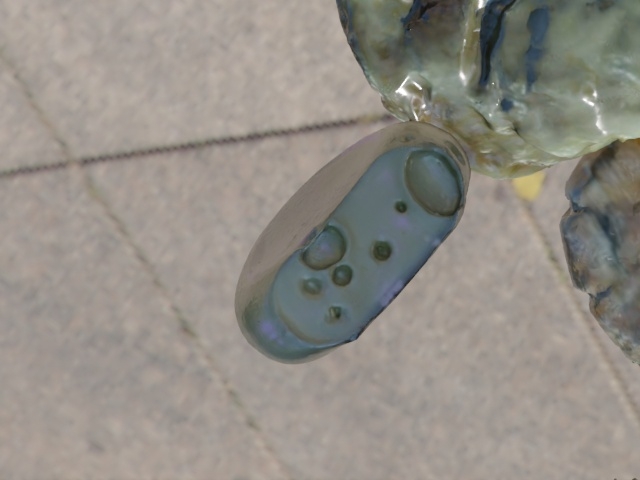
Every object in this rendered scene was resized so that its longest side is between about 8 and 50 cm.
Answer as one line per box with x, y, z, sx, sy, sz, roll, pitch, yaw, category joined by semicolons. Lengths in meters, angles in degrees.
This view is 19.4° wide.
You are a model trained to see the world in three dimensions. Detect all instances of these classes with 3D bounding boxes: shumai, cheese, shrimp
0.199;-0.186;1.255;0.304;0.309;0.263;12;180;-41;shumai
0.000;0.000;0.688;0.037;0.097;0.192;43;174;-7;cheese
0.363;0.074;1.466;0.221;0.110;0.446;-38;101;3;shrimp

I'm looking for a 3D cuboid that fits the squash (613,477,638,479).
0.165;0.215;0.825;0.137;0.287;0.137;16;148;10;squash
